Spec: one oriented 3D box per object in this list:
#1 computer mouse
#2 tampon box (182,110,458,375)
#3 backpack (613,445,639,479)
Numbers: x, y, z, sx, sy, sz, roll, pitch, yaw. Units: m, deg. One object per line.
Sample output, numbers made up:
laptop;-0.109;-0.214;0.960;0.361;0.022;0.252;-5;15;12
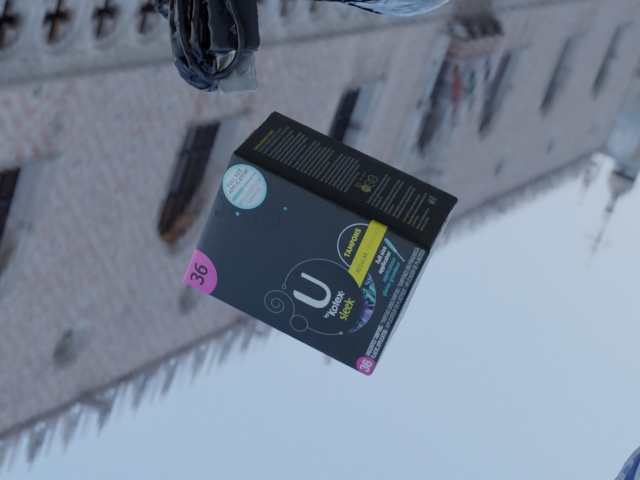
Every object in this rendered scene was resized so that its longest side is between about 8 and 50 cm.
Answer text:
computer mouse;0.020;-0.189;0.869;0.072;0.189;0.272;-1;-172;42
tampon box;0.000;0.000;1.108;0.161;0.120;0.101;26;-152;6
backpack;0.324;0.232;0.848;0.290;0.273;0.355;-27;-126;-35
